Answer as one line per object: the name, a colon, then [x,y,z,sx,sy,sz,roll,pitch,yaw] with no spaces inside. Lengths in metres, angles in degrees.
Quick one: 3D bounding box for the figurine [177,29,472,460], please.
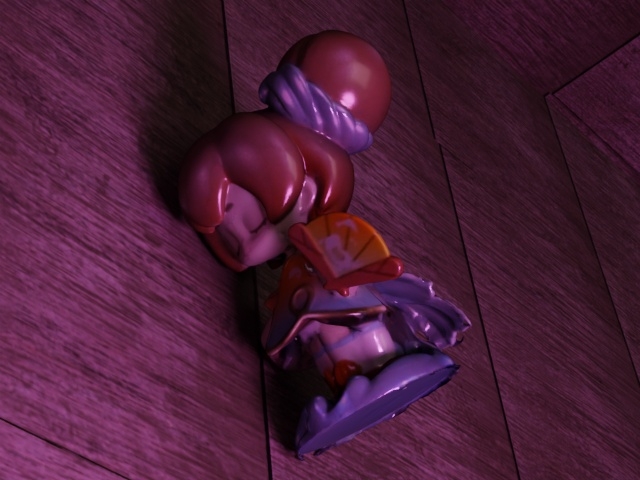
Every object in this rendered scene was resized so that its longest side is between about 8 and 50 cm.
figurine: [0.000,0.000,1.447,0.248,0.277,0.388,-17,70,-39]
